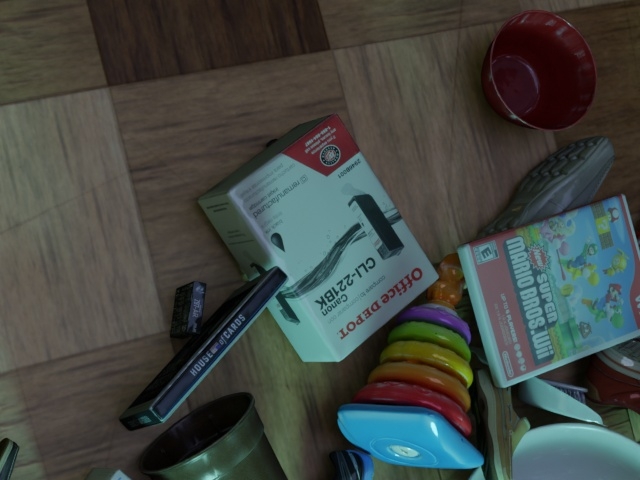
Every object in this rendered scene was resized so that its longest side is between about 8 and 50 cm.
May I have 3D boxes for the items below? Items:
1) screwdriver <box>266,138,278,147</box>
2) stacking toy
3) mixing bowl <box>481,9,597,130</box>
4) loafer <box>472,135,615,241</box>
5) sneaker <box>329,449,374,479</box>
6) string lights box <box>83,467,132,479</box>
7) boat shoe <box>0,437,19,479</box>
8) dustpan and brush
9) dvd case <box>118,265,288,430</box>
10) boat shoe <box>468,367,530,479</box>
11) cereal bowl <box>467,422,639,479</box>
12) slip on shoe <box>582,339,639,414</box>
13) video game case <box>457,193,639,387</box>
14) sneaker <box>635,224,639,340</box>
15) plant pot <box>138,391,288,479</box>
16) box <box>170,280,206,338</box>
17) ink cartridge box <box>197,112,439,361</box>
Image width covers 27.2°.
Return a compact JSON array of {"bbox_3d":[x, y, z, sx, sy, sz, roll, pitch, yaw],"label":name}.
[{"bbox_3d":[-0.023,-0.068,1.835,0.170,0.024,0.025,55,37,-13],"label":"screwdriver"},{"bbox_3d":[0.148,0.148,1.796,0.175,0.165,0.302,45,53,-45],"label":"stacking toy"},{"bbox_3d":[0.307,-0.240,1.957,0.181,0.098,0.181,3,81,-22],"label":"mixing bowl"},{"bbox_3d":[0.331,-0.028,1.936,0.319,0.112,0.111,-46,112,-20],"label":"loafer"},{"bbox_3d":[0.014,0.369,1.761,0.078,0.067,0.188,16,76,2],"label":"sneaker"},{"bbox_3d":[-0.189,0.389,1.623,0.259,0.133,0.077,43,69,-12],"label":"string lights box"},{"bbox_3d":[-0.393,0.315,1.596,0.049,0.056,0.152,25,82,-23],"label":"boat shoe"},{"bbox_3d":[0.306,0.204,1.889,0.211,0.147,0.060,15,89,6],"label":"dustpan and brush"},{"bbox_3d":[-0.148,0.138,1.657,0.029,0.179,0.239,45,67,-6],"label":"dvd case"},{"bbox_3d":[0.250,0.255,1.796,0.072,0.068,0.190,1,55,-7],"label":"boat shoe"},{"bbox_3d":[0.343,0.431,1.809,0.338,0.141,0.339,-1,63,3],"label":"cereal bowl"},{"bbox_3d":[0.530,0.236,1.980,0.331,0.123,0.101,20,111,-22],"label":"slip on shoe"},{"bbox_3d":[0.337,0.067,1.855,0.285,0.025,0.204,-17,93,-26],"label":"video game case"},{"bbox_3d":[0.496,0.022,2.000,0.145,0.090,0.270,5,82,-25],"label":"sneaker"},{"bbox_3d":[-0.115,0.306,1.662,0.167,0.167,0.165,-35,103,-24],"label":"plant pot"},{"bbox_3d":[-0.171,0.090,1.707,0.018,0.083,0.067,11,77,-20],"label":"box"},{"bbox_3d":[0.000,0.000,1.765,0.197,0.114,0.273,-38,104,-23],"label":"ink cartridge box"}]
